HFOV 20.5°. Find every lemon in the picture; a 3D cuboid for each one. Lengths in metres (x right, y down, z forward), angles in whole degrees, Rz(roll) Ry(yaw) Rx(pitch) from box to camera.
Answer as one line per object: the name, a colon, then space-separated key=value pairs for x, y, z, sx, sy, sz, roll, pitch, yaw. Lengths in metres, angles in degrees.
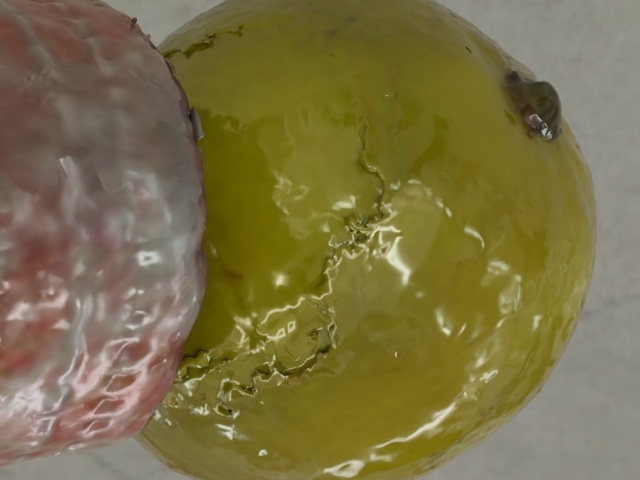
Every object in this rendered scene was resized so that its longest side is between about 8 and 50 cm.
lemon: x=0.000 y=0.000 z=0.963 sx=0.297 sy=0.297 sz=0.297 roll=0 pitch=142 yaw=0

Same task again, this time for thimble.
thimble: x=-0.175 y=-0.005 z=0.829 sx=0.162 sy=0.239 sz=0.239 roll=-6 pitch=151 yaw=-37
